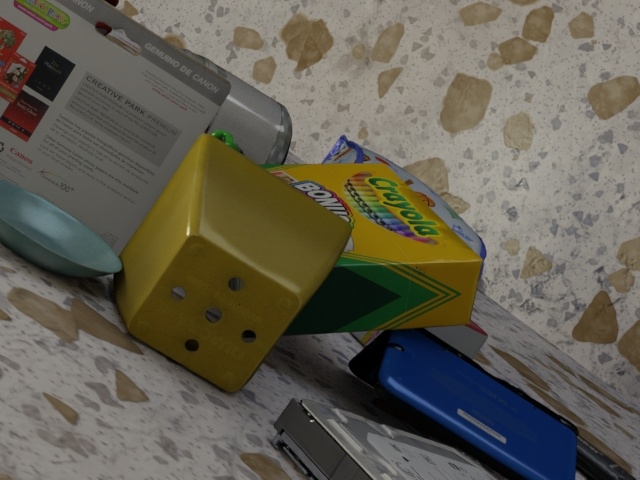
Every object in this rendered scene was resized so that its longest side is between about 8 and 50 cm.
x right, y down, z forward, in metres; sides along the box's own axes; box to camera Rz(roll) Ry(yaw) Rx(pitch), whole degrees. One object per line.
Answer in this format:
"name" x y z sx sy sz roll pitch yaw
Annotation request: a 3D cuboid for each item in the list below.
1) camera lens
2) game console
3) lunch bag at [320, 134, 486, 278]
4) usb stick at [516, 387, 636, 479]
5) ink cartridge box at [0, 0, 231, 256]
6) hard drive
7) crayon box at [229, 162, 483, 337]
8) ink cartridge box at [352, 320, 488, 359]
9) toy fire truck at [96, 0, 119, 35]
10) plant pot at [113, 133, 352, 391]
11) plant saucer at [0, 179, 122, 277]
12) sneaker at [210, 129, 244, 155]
"camera lens" -0.205 -0.199 2.457 0.274 0.219 0.219 30 9 -26
"game console" 0.173 0.250 1.810 0.293 0.173 0.250 32 28 -4
"lunch bag" 0.133 -0.023 2.714 0.328 0.239 0.385 34 1 -13
"usb stick" 0.419 0.343 2.339 0.278 0.045 0.077 38 9 27
"ink cartridge box" -0.303 -0.168 1.721 0.309 0.271 0.130 33 8 -9
"hard drive" 0.125 0.286 1.481 0.339 0.064 0.237 24 12 -44
"crayon box" 0.000 0.000 1.862 0.313 0.106 0.363 -3 25 -19
"ink cartridge box" 0.146 0.138 2.183 0.128 0.127 0.176 26 12 -40
"toy fire truck" -0.489 -0.351 2.309 0.254 0.169 0.302 6 -11 -36
"plant pot" -0.108 0.043 1.542 0.212 0.212 0.187 32 20 -11
"plant saucer" -0.316 -0.005 1.548 0.195 0.037 0.195 34 8 -5
"sneaker" -0.152 -0.092 2.310 0.344 0.146 0.134 28 10 -37
